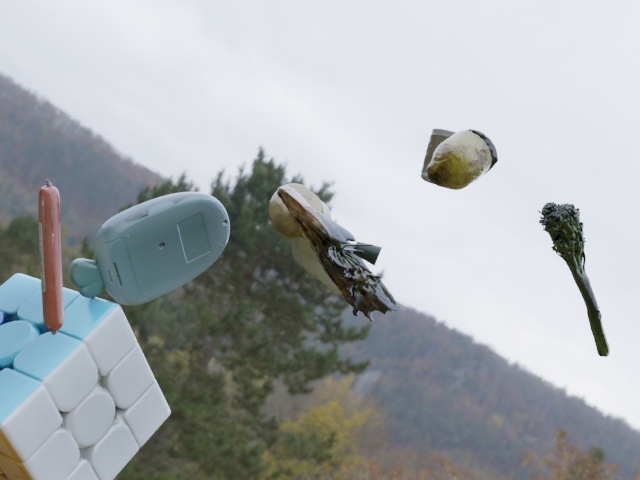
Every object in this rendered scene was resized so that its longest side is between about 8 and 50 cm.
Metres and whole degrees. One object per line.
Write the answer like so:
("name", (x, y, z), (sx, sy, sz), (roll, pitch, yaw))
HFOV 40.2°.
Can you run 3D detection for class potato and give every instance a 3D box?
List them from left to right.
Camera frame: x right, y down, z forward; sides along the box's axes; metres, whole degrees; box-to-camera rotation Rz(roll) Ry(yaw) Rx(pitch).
("potato", (0.239, -0.137, 1.497), (0.096, 0.103, 0.066), (40, -26, 12))

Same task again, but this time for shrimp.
("shrimp", (0.019, 0.003, 1.451), (0.289, 0.075, 0.178), (56, 0, 27))

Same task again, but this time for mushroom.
("mushroom", (0.000, 0.000, 1.722), (0.159, 0.122, 0.328), (26, -14, 24))

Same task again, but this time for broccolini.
("broccolini", (0.345, 0.053, 1.147), (0.051, 0.054, 0.239), (-18, -67, 22))

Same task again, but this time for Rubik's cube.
("Rubik's cube", (-0.496, 0.274, 1.548), (0.292, 0.290, 0.291), (14, -44, 33))

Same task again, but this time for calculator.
("calculator", (-0.291, 0.018, 1.527), (0.041, 0.299, 0.185), (36, -38, 45))

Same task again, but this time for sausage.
("sausage", (-0.375, 0.025, 1.217), (0.029, 0.223, 0.029), (2, 12, 0))

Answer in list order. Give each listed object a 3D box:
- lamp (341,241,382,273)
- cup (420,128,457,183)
("lamp", (0.061, 0.017, 1.314), (0.054, 0.041, 0.121), (21, 5, 4))
("cup", (0.235, -0.156, 1.685), (0.074, 0.099, 0.102), (17, -1, -1))
